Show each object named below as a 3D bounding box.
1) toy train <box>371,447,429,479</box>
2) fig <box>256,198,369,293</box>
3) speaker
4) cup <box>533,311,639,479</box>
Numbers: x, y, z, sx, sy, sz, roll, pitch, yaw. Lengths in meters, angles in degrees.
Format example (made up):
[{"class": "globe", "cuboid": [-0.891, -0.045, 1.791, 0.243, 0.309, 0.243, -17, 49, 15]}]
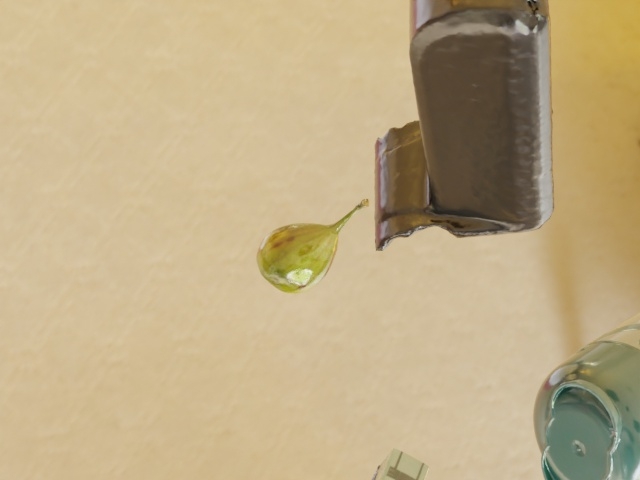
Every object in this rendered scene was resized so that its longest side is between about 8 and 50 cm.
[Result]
[{"class": "toy train", "cuboid": [0.052, 0.321, 1.733, 0.052, 0.051, 0.234, 28, 46, 0]}, {"class": "fig", "cuboid": [0.000, 0.014, 2.080, 0.093, 0.166, 0.093, 48, 34, -49]}, {"class": "speaker", "cuboid": [0.127, -0.151, 1.592, 0.184, 0.388, 0.180, -3, 56, 5]}, {"class": "cup", "cuboid": [0.416, 0.249, 2.208, 0.257, 0.290, 0.219, -25, 43, -37]}]
